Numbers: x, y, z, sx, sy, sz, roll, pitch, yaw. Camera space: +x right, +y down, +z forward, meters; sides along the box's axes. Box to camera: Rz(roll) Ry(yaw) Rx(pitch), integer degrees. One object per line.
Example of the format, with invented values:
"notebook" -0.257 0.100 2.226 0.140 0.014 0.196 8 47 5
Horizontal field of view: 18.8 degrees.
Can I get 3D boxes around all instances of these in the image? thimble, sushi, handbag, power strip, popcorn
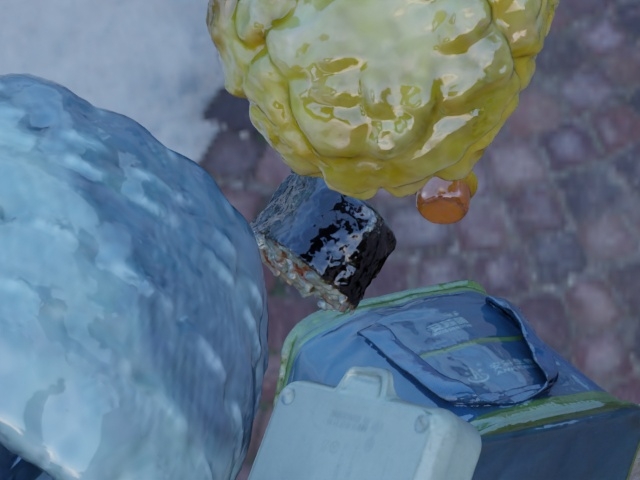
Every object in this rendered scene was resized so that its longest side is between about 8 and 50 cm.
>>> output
"thimble" -0.148 0.053 0.675 0.250 0.205 0.172 8 40 10
"sushi" 0.000 0.000 1.339 0.090 0.150 0.078 41 84 -12
"handbag" 0.116 0.173 1.673 0.263 0.222 0.241 -14 34 -31
"power strip" -0.008 0.194 0.964 0.118 0.046 0.270 8 73 44
"popcorn" 0.033 -0.112 0.979 0.180 0.180 0.170 -16 58 -5

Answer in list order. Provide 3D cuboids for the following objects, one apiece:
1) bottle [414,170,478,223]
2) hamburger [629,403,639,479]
"bottle" 0.086 -0.094 1.313 0.069 0.069 0.187 -1 53 7
"hamburger" 0.398 0.270 2.072 0.211 0.260 0.245 44 55 -12
